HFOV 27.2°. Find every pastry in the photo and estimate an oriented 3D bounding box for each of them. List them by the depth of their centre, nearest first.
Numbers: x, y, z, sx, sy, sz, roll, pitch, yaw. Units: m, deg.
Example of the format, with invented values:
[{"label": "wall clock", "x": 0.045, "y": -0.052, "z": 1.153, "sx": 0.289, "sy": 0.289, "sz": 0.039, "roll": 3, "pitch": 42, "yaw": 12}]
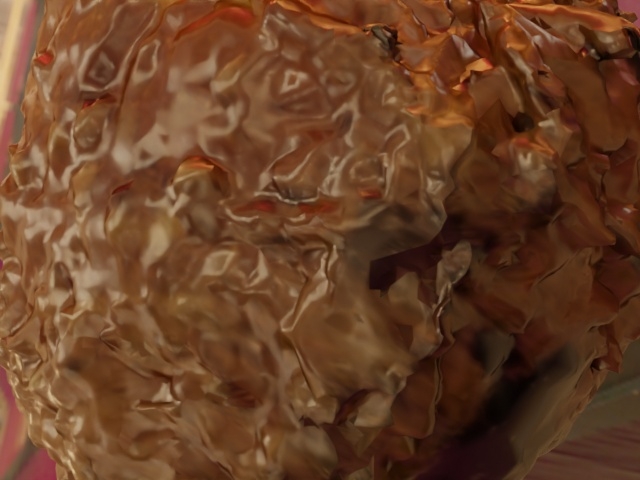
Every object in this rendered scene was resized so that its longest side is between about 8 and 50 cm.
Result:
[{"label": "pastry", "x": 0.013, "y": -0.009, "z": 0.703, "sx": 0.337, "sy": 0.292, "sz": 0.405, "roll": 5, "pitch": 89, "yaw": 32}]
